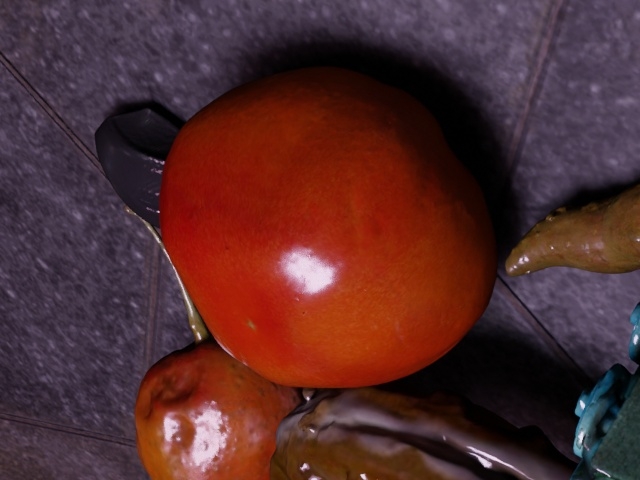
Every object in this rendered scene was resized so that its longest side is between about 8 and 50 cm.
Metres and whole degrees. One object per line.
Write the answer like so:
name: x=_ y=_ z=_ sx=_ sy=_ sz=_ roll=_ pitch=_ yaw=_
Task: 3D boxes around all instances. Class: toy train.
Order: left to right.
toy train: x=0.232 y=0.120 z=1.010 sx=0.107 sy=0.198 sz=0.154 roll=26 pitch=152 yaw=21

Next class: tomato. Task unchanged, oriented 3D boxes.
tomato: x=0.001 y=0.003 z=1.106 sx=0.260 sy=0.180 sz=0.259 roll=31 pitch=147 yaw=23

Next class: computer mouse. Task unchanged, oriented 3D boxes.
computer mouse: x=-0.119 y=-0.044 z=1.259 sx=0.172 sy=0.057 sz=0.099 roll=28 pitch=143 yaw=16

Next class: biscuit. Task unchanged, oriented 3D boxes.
biscuit: x=0.138 y=0.220 z=1.179 sx=0.366 sy=0.115 sz=0.268 roll=32 pitch=158 yaw=-7

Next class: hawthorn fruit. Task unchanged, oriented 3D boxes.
hawthorn fruit: x=-0.095 y=0.099 z=1.332 sx=0.165 sy=0.165 sz=0.285 roll=5 pitch=112 yaw=38

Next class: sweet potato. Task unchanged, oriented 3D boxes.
sweet potato: x=0.233 y=-0.013 z=0.985 sx=0.274 sy=0.067 sz=0.067 roll=-13 pitch=117 yaw=41
